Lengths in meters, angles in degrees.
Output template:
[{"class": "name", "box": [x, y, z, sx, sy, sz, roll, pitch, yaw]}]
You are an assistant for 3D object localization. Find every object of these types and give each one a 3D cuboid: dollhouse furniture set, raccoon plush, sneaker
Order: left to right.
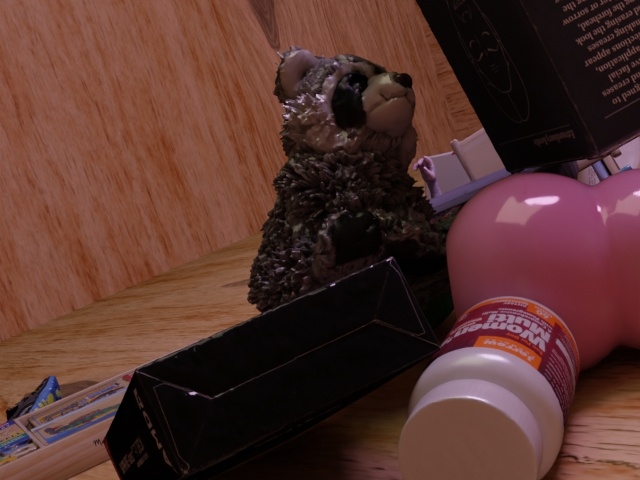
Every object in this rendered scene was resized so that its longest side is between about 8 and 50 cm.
[{"class": "sneaker", "box": [-0.457, 0.266, 1.578, 0.078, 0.067, 0.188, -13, 10, 1]}, {"class": "raccoon plush", "box": [-0.045, -0.023, 1.168, 0.446, 0.299, 0.216, -34, -31, 20]}, {"class": "dollhouse furniture set", "box": [0.373, -0.091, 1.527, 0.198, 0.286, 0.303, -31, -10, 18]}]

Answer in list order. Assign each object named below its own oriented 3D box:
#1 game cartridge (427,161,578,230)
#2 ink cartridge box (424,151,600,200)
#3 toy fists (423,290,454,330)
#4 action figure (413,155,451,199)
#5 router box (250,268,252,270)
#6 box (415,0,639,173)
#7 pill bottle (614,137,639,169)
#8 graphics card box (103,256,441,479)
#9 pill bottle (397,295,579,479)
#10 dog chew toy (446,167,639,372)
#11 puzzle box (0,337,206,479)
[{"class": "game cartridge", "box": [0.155, -0.014, 1.284, 0.355, 0.068, 0.230, -23, 9, 23]}, {"class": "ink cartridge box", "box": [0.347, -0.099, 1.736, 0.273, 0.114, 0.197, -2, -2, -28]}, {"class": "toy fists", "box": [0.062, 0.097, 1.383, 0.279, 0.096, 0.142, -14, 7, 43]}, {"class": "action figure", "box": [0.143, 0.022, 1.559, 0.370, 0.275, 0.248, 3, 18, 13]}, {"class": "router box", "box": [0.000, 0.000, 1.360, 0.133, 0.046, 0.179, -43, 11, -38]}, {"class": "box", "box": [0.247, -0.298, 1.098, 0.212, 0.395, 0.293, -29, 4, -6]}, {"class": "pill bottle", "box": [0.510, -0.173, 1.995, 0.162, 0.162, 0.278, -20, 6, -9]}, {"class": "graphics card box", "box": [-0.066, 0.146, 0.904, 0.233, 0.094, 0.371, -22, -10, -21]}, {"class": "pill bottle", "box": [0.139, 0.131, 0.800, 0.121, 0.121, 0.221, -16, 7, 22]}, {"class": "dog chew toy", "box": [0.295, 0.020, 0.964, 0.332, 0.206, 0.206, -10, 9, 12]}, {"class": "puzzle box", "box": [-0.296, 0.243, 1.389, 0.409, 0.052, 0.272, -22, 7, -24]}]
